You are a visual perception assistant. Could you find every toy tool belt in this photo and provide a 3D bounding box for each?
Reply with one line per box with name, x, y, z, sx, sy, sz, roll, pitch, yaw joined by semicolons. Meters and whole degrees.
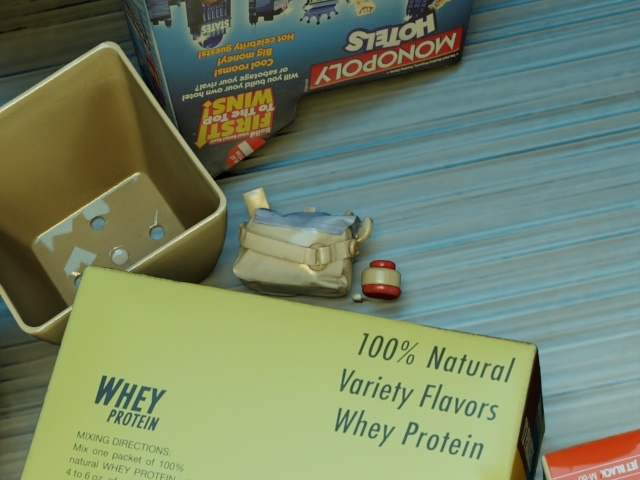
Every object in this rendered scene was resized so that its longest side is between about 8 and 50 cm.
toy tool belt;0.000;0.000;0.834;0.083;0.052;0.051;4;77;9

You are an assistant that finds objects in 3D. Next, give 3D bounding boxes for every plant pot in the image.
plant pot;-0.109;-0.009;0.829;0.109;0.096;0.109;-33;68;-6

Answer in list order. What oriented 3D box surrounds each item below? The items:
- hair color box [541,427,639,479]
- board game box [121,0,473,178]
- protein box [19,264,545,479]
hair color box;0.141;0.173;0.721;0.053;0.093;0.167;-15;67;2
board game box;-0.021;-0.122;0.832;0.194;0.194;0.060;-13;50;-21
protein box;-0.020;0.141;0.733;0.200;0.136;0.201;9;70;12
